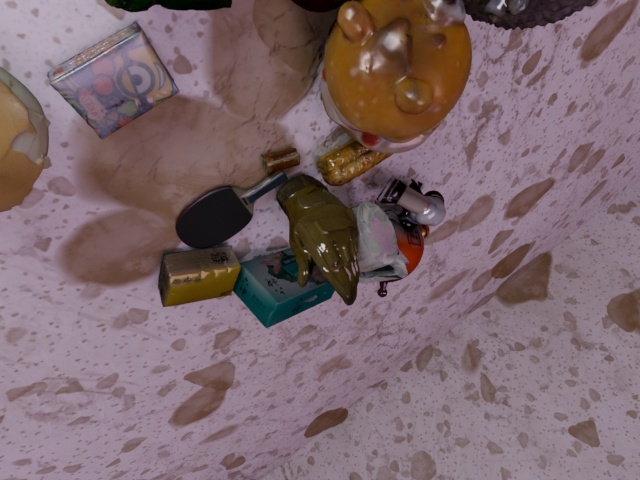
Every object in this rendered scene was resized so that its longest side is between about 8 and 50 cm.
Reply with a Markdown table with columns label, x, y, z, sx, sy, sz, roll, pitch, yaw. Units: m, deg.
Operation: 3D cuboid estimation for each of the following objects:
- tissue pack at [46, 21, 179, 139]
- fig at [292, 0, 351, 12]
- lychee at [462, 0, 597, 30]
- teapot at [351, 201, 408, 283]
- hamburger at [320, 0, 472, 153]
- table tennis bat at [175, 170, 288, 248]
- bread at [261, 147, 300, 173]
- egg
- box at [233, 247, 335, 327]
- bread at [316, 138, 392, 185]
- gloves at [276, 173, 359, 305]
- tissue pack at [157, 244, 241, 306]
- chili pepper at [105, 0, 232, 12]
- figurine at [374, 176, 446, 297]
| label | x | y | z | sx | sy | sz | roll | pitch | yaw |
| --- | --- | --- | --- | --- | --- | --- | --- | --- | --- |
| tissue pack | -0.303 | -0.237 | 0.622 | 0.148 | 0.060 | 0.108 | -35 | 142 | -8 |
| fig | 0.008 | -0.413 | 0.627 | 0.149 | 0.148 | 0.202 | -53 | 137 | -14 |
| lychee | 0.336 | -0.525 | 0.606 | 0.380 | 0.380 | 0.432 | 19 | 91 | -49 |
| teapot | 0.104 | 0.012 | 1.060 | 0.178 | 0.163 | 0.221 | -23 | 149 | 36 |
| hamburger | 0.124 | -0.300 | 0.707 | 0.276 | 0.276 | 0.237 | -43 | 177 | 5 |
| table tennis bat | -0.193 | -0.075 | 0.927 | 0.274 | 0.021 | 0.154 | -34 | 145 | -4 |
| bread | -0.086 | -0.172 | 0.902 | 0.083 | 0.036 | 0.047 | -20 | 141 | -21 |
| egg | -0.456 | -0.134 | 0.483 | 0.244 | 0.201 | 0.201 | 10 | 123 | -37 |
| box | -0.081 | 0.107 | 1.067 | 0.245 | 0.153 | 0.092 | -17 | 141 | -48 |
| bread | 0.095 | -0.201 | 0.962 | 0.211 | 0.114 | 0.083 | -33 | 102 | -9 |
| gloves | 0.005 | -0.013 | 0.902 | 0.154 | 0.331 | 0.141 | 3 | 135 | -35 |
| tissue pack | -0.280 | 0.084 | 0.962 | 0.169 | 0.082 | 0.120 | -7 | 140 | -35 |
| chili pepper | -0.181 | -0.353 | 0.564 | 0.224 | 0.061 | 0.098 | -29 | 171 | -39 |
| figurine | 0.215 | -0.009 | 1.199 | 0.320 | 0.196 | 0.323 | 7 | 125 | -38 |
